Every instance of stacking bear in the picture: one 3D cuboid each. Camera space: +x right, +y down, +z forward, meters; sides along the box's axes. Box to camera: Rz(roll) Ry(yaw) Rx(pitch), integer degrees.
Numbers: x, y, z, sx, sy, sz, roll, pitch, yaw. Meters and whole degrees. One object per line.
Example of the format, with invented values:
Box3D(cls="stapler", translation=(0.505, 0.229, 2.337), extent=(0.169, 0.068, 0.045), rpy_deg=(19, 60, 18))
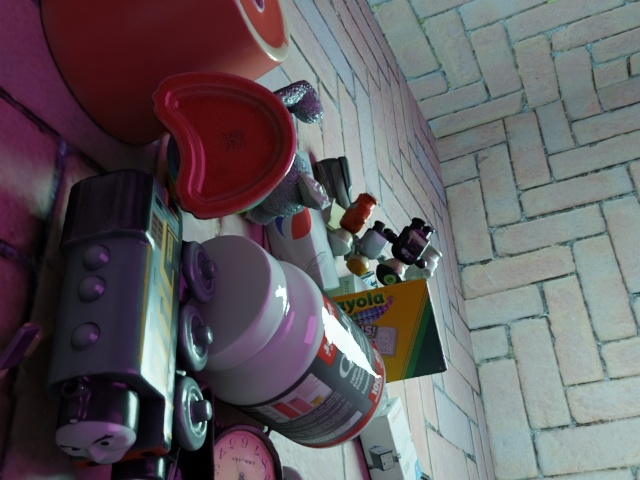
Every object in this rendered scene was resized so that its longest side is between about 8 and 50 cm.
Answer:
Box3D(cls="stacking bear", translation=(-0.143, -0.104, 0.925), extent=(0.289, 0.164, 0.176), rpy_deg=(157, -82, -72))

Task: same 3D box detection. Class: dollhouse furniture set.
Box3D(cls="dollhouse furniture set", translation=(0.000, 0.000, 1.473), extent=(0.182, 0.101, 0.161), rpy_deg=(30, 72, -63))
Box3D(cls="dollhouse furniture set", translation=(-0.313, 0.097, 0.627), extent=(0.081, 0.091, 0.114), rpy_deg=(33, -3, 1))

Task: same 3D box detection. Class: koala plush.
Box3D(cls="koala plush", translation=(-0.089, -0.135, 1.170), extent=(0.203, 0.196, 0.221), rpy_deg=(-47, 120, -54))

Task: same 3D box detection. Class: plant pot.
Box3D(cls="plant pot", translation=(-0.189, -0.295, 0.911), extent=(0.275, 0.243, 0.275), rpy_deg=(-15, 90, -71))

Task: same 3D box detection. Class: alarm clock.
Box3D(cls="alarm clock", translation=(-0.115, 0.327, 0.868), extent=(0.129, 0.064, 0.192), rpy_deg=(28, 47, -35))

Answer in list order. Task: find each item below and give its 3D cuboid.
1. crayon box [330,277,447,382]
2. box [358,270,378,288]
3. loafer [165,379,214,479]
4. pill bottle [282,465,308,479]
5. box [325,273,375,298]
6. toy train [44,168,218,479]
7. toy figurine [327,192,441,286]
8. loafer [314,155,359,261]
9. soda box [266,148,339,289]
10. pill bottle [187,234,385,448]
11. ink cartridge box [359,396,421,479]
Box3D(cls="crayon box", translation=(0.071, 0.178, 1.189), extent=(0.081, 0.278, 0.165), rpy_deg=(50, 28, -75))
Box3D(cls="box", translation=(0.104, 0.174, 1.627), extent=(0.220, 0.051, 0.175), rpy_deg=(-15, 89, -70))
Box3D(cls="loafer", translation=(-0.159, 0.306, 0.752), extent=(0.109, 0.095, 0.303), rpy_deg=(32, 46, -62))
Box3D(cls="pill bottle", translation=(-0.027, 0.437, 0.970), extent=(0.121, 0.121, 0.221), rpy_deg=(-80, 149, -50))
Box3D(cls="box", translation=(0.062, 0.186, 1.404), extent=(0.182, 0.119, 0.181), rpy_deg=(37, 41, -60))
Box3D(cls="toy train", translation=(-0.201, 0.085, 0.705), extent=(0.190, 0.142, 0.334), rpy_deg=(66, 16, -52))
Box3D(cls="toy figurine", translation=(0.131, 0.026, 1.391), extent=(0.148, 0.213, 0.209), rpy_deg=(-55, 152, -11))
Box3D(cls="loafer", translation=(0.039, -0.074, 1.635), extent=(0.096, 0.084, 0.268), rpy_deg=(121, -37, -74))
Box3D(cls="soda box", translation=(-0.049, -0.033, 1.312), extent=(0.098, 0.091, 0.286), rpy_deg=(4, 71, -69))
Box3D(cls="pill bottle", translation=(-0.060, 0.155, 0.964), extent=(0.363, 0.210, 0.210), rpy_deg=(49, 32, -50))
Box3D(cls="ink cartridge box", translation=(0.156, 0.467, 1.498), extent=(0.139, 0.082, 0.191), rpy_deg=(-14, 87, -71))
